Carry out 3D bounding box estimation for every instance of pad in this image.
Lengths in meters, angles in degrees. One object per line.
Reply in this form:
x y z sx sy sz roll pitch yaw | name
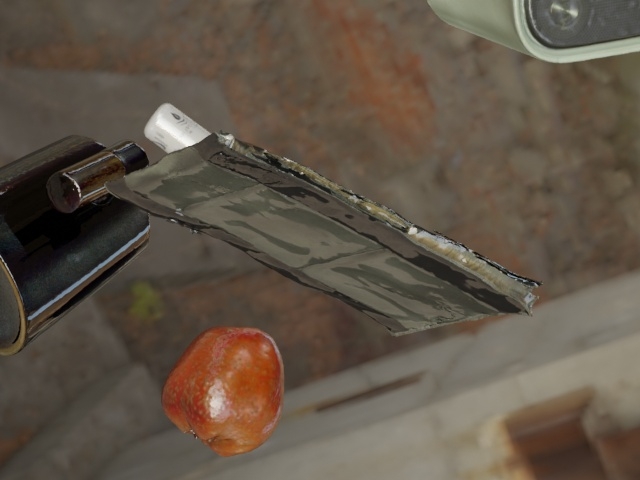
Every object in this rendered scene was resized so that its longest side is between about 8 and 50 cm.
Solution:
0.000 -0.001 1.131 0.233 0.174 0.022 26 71 -22 | pad

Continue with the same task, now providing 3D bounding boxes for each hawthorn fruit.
-0.100 0.158 2.017 0.133 0.133 0.138 40 74 -40 | hawthorn fruit

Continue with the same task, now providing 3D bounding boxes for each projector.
0.266 -0.343 2.035 0.249 0.249 0.248 -143 -135 -64 | projector

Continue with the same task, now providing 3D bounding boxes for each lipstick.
-0.096 -0.071 1.700 0.141 0.040 0.040 35 34 -2 | lipstick

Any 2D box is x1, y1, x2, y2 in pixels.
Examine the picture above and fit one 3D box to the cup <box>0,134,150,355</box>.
-0.251 -0.002 1.785 0.177 0.239 0.166 -34 112 -36 | cup
